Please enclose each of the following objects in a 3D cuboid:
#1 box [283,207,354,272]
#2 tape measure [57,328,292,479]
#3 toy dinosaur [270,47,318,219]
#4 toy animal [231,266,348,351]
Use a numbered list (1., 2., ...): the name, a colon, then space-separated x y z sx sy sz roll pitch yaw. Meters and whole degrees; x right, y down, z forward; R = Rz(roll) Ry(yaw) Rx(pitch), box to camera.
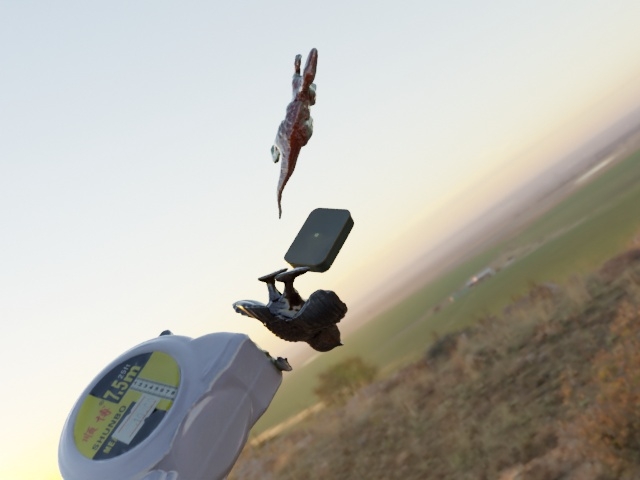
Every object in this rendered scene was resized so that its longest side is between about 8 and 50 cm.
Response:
1. box: 0.000 0.000 1.525 0.091 0.031 0.126 4 52 38
2. tape measure: -0.140 0.169 0.805 0.178 0.105 0.196 8 55 45
3. toy dinosaur: -0.040 -0.148 1.292 0.167 0.053 0.242 -143 67 -83
4. toy animal: -0.044 0.129 1.415 0.218 0.179 0.116 -10 34 44
